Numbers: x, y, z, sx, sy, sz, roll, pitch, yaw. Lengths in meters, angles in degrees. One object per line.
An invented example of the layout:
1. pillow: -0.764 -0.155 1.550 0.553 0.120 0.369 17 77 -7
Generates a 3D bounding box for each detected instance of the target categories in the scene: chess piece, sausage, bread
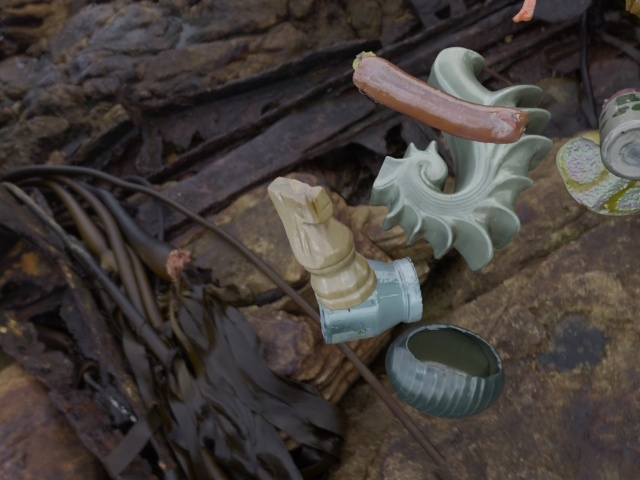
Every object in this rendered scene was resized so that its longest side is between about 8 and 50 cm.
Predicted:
1. chess piece: 0.000 0.000 1.213 0.137 0.301 0.137 -20 36 15
2. sausage: 0.116 -0.136 0.601 0.177 0.040 0.047 22 70 3
3. bread: 0.726 -0.167 1.533 0.260 0.158 0.156 48 47 10

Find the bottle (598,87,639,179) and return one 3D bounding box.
1. bottle: 0.600 -0.220 1.170 0.120 0.120 0.253 -1 31 25

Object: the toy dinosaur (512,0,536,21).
1. toy dinosaur: 0.150 -0.360 0.650 0.101 0.279 0.055 -14 24 32

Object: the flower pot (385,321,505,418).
1. flower pot: 0.251 0.265 1.237 0.243 0.157 0.189 17 46 -8

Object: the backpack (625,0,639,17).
1. backpack: 0.862 -0.566 1.301 0.201 0.378 0.353 -60 12 -28

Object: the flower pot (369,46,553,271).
1. flower pot: 0.259 -0.148 1.075 0.254 0.164 0.367 26 76 7

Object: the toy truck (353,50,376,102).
1. toy truck: 0.105 -0.313 1.161 0.052 0.123 0.062 -25 77 18

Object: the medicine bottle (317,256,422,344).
1. medicine bottle: 0.137 0.166 1.803 0.290 0.245 0.245 -9 57 -4
